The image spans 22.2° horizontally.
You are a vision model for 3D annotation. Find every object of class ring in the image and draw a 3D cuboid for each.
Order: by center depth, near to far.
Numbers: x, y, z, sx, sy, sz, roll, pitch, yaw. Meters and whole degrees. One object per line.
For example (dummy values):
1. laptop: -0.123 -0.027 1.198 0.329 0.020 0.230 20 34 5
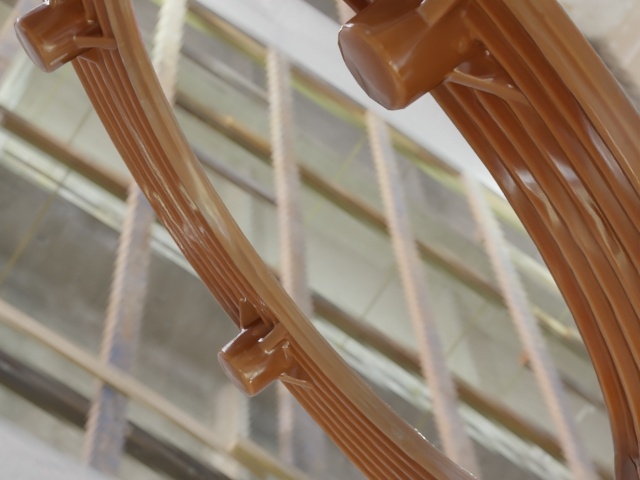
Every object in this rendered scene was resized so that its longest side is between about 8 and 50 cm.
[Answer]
1. ring: 0.000 0.000 0.462 0.336 0.032 0.336 47 162 21
